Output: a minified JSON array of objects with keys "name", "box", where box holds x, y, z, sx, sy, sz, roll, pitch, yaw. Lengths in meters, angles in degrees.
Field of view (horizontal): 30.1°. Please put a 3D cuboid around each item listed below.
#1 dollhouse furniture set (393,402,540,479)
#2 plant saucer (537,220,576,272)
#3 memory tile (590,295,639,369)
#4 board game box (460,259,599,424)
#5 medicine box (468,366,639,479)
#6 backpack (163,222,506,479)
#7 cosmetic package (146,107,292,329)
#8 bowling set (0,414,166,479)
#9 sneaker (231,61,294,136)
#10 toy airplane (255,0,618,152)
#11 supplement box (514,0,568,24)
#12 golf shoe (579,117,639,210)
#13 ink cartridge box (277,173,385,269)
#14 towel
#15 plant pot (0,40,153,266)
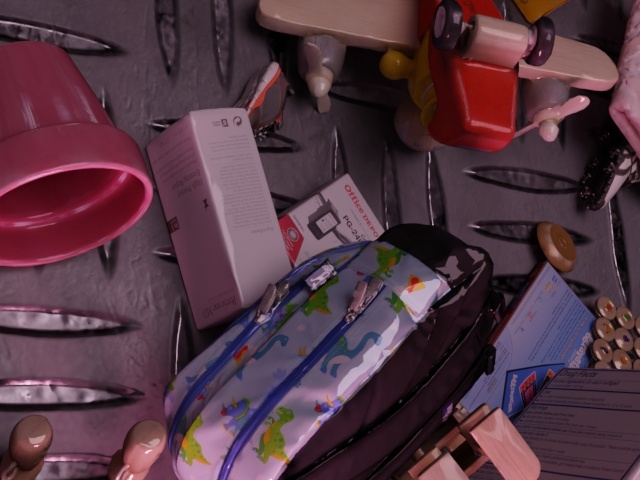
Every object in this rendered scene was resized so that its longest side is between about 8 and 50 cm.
[{"name":"dollhouse furniture set","box":[0.135,0.310,1.374,0.242,0.212,0.161,-39,98,-11]},{"name":"plant saucer","box":[0.345,0.006,1.714,0.083,0.015,0.083,29,44,-32]},{"name":"memory tile","box":[0.432,0.157,1.698,0.113,0.012,0.148,27,54,-20]},{"name":"board game box","box":[0.288,0.171,1.630,0.145,0.027,0.281,48,55,-11]},{"name":"medicine box","box":[0.340,0.299,1.445,0.289,0.263,0.149,-43,107,-26]},{"name":"backpack","box":[0.006,0.165,1.276,0.273,0.290,0.355,25,63,17]},{"name":"cosmetic package","box":[-0.115,-0.024,1.366,0.085,0.117,0.231,-9,79,-36]},{"name":"bowling set","box":[-0.301,0.247,1.156,0.200,0.154,0.287,40,56,5]},{"name":"sneaker","box":[-0.073,-0.153,1.473,0.065,0.061,0.158,44,56,-23]},{"name":"toy airplane","box":[0.158,-0.251,1.569,0.386,0.272,0.384,33,38,22]},{"name":"supplement box","box":[0.425,-0.526,1.847,0.356,0.194,0.195,-42,99,-36]},{"name":"golf shoe","box":[0.461,-0.108,1.809,0.094,0.077,0.198,41,57,-17]},{"name":"ink cartridge box","box":[0.000,0.000,1.467,0.150,0.063,0.109,-36,96,-36]},{"name":"towel","box":[0.561,-0.231,1.868,0.317,0.053,0.331,46,49,-34]},{"name":"plant pot","box":[-0.294,-0.098,1.233,0.201,0.201,0.180,-6,63,-35]}]
